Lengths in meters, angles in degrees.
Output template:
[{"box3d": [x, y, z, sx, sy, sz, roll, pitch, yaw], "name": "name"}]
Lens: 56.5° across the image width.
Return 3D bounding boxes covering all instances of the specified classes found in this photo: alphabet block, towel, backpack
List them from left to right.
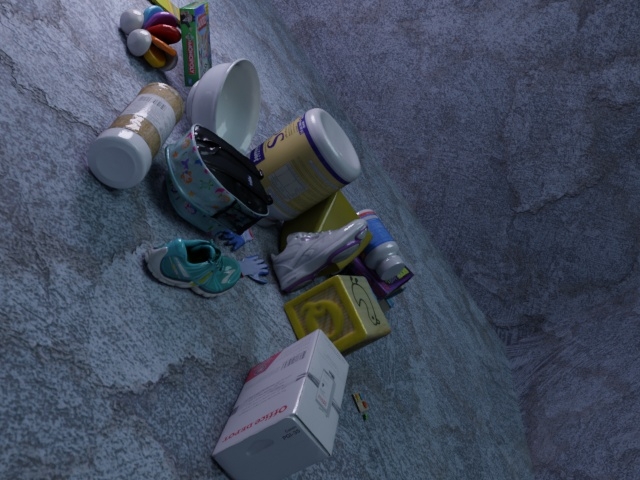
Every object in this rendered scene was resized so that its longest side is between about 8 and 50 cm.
[{"box3d": [-0.535, -0.796, 1.972, 0.237, 0.021, 0.102, 33, 27, -48], "name": "towel"}, {"box3d": [-0.264, -0.146, 1.437, 0.253, 0.191, 0.225, 43, 22, -53], "name": "backpack"}, {"box3d": [0.050, 0.218, 1.654, 0.192, 0.193, 0.197, 63, 21, 15], "name": "alphabet block"}]

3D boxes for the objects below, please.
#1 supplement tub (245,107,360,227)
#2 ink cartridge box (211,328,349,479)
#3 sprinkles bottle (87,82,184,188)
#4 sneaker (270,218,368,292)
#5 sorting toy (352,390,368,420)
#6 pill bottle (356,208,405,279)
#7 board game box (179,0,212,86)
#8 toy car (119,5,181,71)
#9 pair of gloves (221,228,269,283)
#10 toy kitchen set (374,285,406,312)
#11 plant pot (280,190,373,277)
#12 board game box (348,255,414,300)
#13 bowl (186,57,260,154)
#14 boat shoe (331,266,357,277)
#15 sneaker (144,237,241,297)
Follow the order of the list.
[{"box3d": [-0.076, -0.206, 1.753, 0.241, 0.331, 0.241, 48, 23, -28], "name": "supplement tub"}, {"box3d": [-0.070, 0.334, 1.192, 0.117, 0.207, 0.283, 52, 22, -13], "name": "ink cartridge box"}, {"box3d": [-0.406, -0.248, 1.351, 0.121, 0.121, 0.355, 49, 22, -24], "name": "sprinkles bottle"}, {"box3d": [-0.012, 0.013, 1.644, 0.152, 0.305, 0.114, 61, 14, 20], "name": "sneaker"}, {"box3d": [0.123, 0.476, 1.717, 0.062, 0.012, 0.083, 14, 48, -63], "name": "sorting toy"}, {"box3d": [0.179, 0.016, 1.946, 0.124, 0.124, 0.221, 23, 30, -58], "name": "pill bottle"}, {"box3d": [-0.373, -0.601, 1.801, 0.317, 0.046, 0.213, -97, -172, -64], "name": "board game box"}, {"box3d": [-0.459, -0.579, 1.671, 0.159, 0.136, 0.181, 17, 46, -61], "name": "toy car"}, {"box3d": [-0.199, 0.030, 1.585, 0.198, 0.023, 0.159, 61, 21, 9], "name": "pair of gloves"}, {"box3d": [0.257, 0.195, 2.197, 0.122, 0.166, 0.207, 59, 21, 1], "name": "toy kitchen set"}, {"box3d": [0.000, 0.000, 1.833, 0.212, 0.212, 0.187, 52, 41, -23], "name": "plant pot"}, {"box3d": [0.147, 0.036, 2.044, 0.347, 0.056, 0.208, 47, 31, 14], "name": "board game box"}, {"box3d": [-0.290, -0.376, 1.701, 0.298, 0.134, 0.297, 14, 90, -77], "name": "bowl"}, {"box3d": [0.102, 0.063, 2.123, 0.091, 0.114, 0.302, 53, 33, -14], "name": "boat shoe"}, {"box3d": [-0.253, 0.054, 1.301, 0.275, 0.110, 0.107, 18, 45, -61], "name": "sneaker"}]
